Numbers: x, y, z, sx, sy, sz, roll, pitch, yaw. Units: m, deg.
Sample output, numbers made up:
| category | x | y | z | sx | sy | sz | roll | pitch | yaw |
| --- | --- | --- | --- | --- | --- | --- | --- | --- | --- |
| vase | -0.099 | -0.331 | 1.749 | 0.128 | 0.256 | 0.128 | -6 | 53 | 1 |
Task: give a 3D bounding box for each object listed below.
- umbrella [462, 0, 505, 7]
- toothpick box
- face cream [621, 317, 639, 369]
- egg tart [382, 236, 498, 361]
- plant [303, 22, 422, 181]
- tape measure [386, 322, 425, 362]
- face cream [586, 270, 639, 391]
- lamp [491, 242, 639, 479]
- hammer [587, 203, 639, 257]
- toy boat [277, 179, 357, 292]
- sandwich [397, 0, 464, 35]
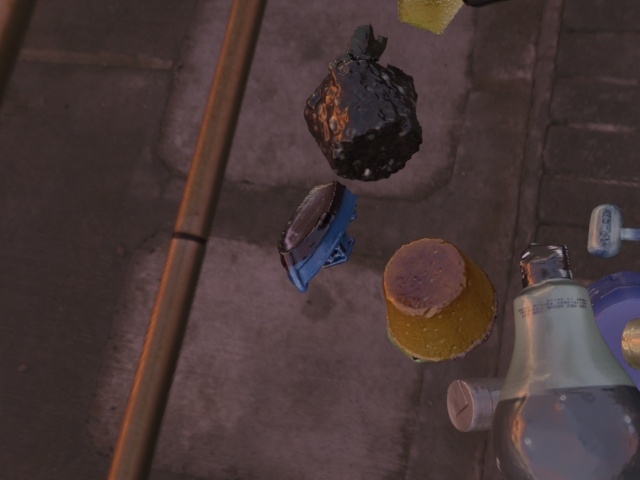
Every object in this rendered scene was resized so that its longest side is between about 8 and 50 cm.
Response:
| category | x | y | z | sx | sy | sz | roll | pitch | yaw |
| --- | --- | --- | --- | --- | --- | --- | --- | --- | --- |
| umbrella | 0.282 | -0.290 | 0.731 | 0.326 | 0.090 | 0.094 | -3 | 74 | 36 |
| toothpick box | 0.372 | 0.347 | 1.627 | 0.180 | 0.111 | 0.111 | 1 | 68 | -21 |
| face cream | 0.485 | 0.132 | 0.933 | 0.224 | 0.114 | 0.070 | -5 | 49 | 57 |
| egg tart | 0.204 | 0.101 | 1.375 | 0.215 | 0.171 | 0.215 | -11 | 58 | 18 |
| plant | 0.082 | -0.299 | 1.626 | 0.213 | 0.215 | 0.312 | 2 | 61 | -34 |
| tape measure | 0.245 | 0.215 | 1.768 | 0.175 | 0.200 | 0.106 | -5 | 99 | -19 |
| face cream | 0.735 | 0.215 | 1.789 | 0.248 | 0.225 | 0.249 | 4 | 105 | 14 |
| lamp | 0.294 | 0.159 | 0.870 | 0.181 | 0.182 | 0.314 | 6 | 85 | 13 |
| hammer | 0.675 | -0.016 | 1.628 | 0.193 | 0.069 | 0.116 | 4 | 76 | 27 |
| toy boat | 0.000 | 0.000 | 1.142 | 0.100 | 0.097 | 0.223 | -19 | 27 | 32 |
| sandwich | 0.263 | -0.517 | 1.662 | 0.192 | 0.163 | 0.058 | 9 | 45 | 22 |
